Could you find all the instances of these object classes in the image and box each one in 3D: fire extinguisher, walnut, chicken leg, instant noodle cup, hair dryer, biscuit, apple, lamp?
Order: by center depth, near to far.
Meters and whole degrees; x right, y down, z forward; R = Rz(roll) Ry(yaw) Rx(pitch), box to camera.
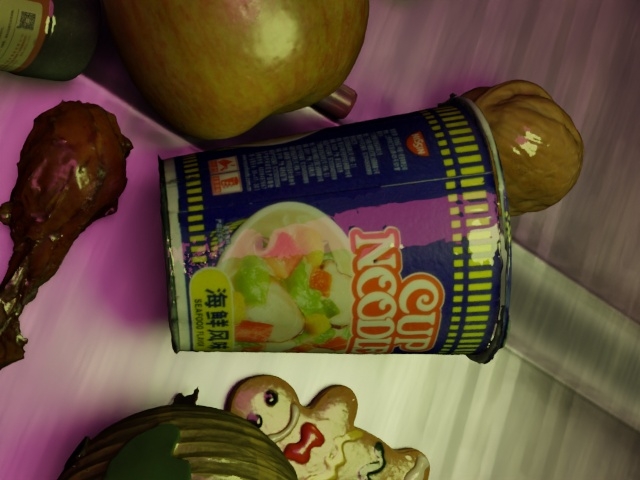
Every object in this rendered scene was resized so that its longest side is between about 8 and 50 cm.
[{"bbox_3d":[-0.396,-0.200,0.968,0.376,0.200,0.113,5,44,-47],"label":"fire extinguisher"},{"bbox_3d":[-0.135,0.253,1.039,0.250,0.250,0.284,7,44,-16],"label":"lamp"},{"bbox_3d":[-0.081,-0.219,1.060,0.264,0.264,0.264,1,87,-17],"label":"apple"},{"bbox_3d":[-0.279,0.004,1.081,0.113,0.093,0.304,27,84,-25],"label":"chicken leg"},{"bbox_3d":[0.000,0.000,1.082,0.312,0.284,0.284,-5,88,-8],"label":"instant noodle cup"},{"bbox_3d":[0.001,0.233,1.174,0.240,0.035,0.158,37,75,-12],"label":"biscuit"},{"bbox_3d":[0.210,-0.099,1.192,0.166,0.166,0.149,28,88,-13],"label":"walnut"},{"bbox_3d":[0.021,-0.197,1.205,0.063,0.037,0.114,27,73,-15],"label":"hair dryer"}]
